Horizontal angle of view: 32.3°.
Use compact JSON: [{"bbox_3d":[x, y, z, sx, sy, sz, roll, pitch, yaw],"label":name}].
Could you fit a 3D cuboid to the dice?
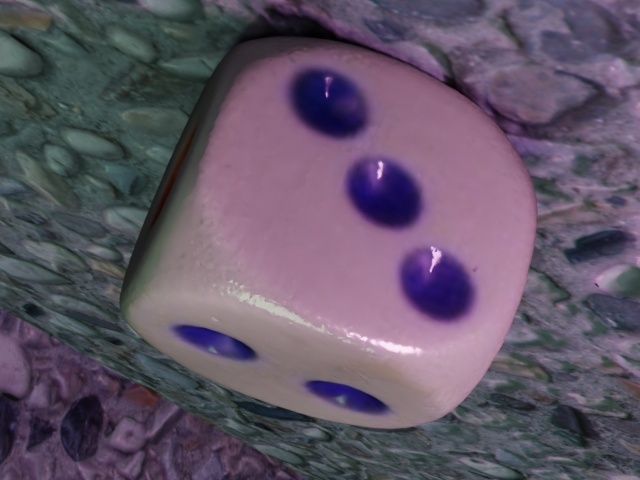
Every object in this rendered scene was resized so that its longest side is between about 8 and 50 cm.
[{"bbox_3d":[0.000,0.000,1.028,0.304,0.276,0.304,23,156,-12],"label":"dice"}]
